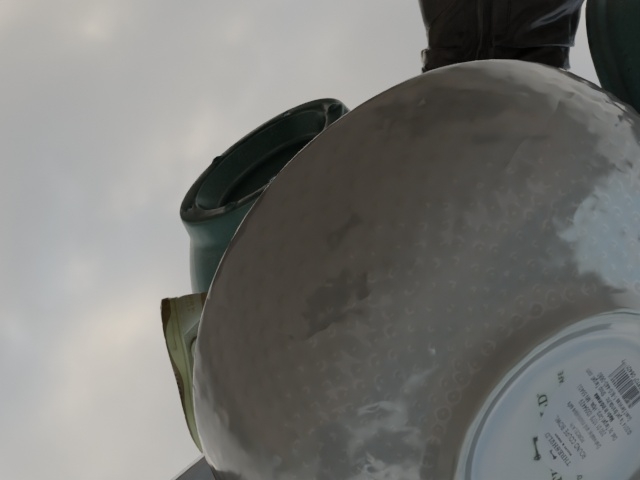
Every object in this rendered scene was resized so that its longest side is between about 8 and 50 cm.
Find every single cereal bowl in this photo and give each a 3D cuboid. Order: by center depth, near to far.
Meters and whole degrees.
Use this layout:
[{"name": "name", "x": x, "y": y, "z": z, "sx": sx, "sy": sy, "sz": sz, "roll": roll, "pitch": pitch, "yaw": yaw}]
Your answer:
[{"name": "cereal bowl", "x": 0.104, "y": 0.078, "z": 0.921, "sx": 0.339, "sy": 0.339, "sz": 0.141, "roll": -45, "pitch": -142, "yaw": -1}]

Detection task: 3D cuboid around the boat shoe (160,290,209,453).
[{"name": "boat shoe", "x": -0.091, "y": 0.109, "z": 1.307, "sx": 0.048, "sy": 0.153, "sz": 0.056, "roll": -13, "pitch": -153, "yaw": -1}]

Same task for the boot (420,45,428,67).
[{"name": "boot", "x": 0.144, "y": -0.100, "z": 2.022, "sx": 0.377, "sy": 0.284, "sz": 0.138, "roll": -11, "pitch": -159, "yaw": -30}]

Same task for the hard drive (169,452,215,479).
[{"name": "hard drive", "x": -0.010, "y": 0.313, "z": 1.062, "sx": 0.233, "sy": 0.353, "sz": 0.047, "roll": -37, "pitch": 179, "yaw": -45}]

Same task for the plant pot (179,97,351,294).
[{"name": "plant pot", "x": 0.000, "y": 0.000, "z": 1.427, "sx": 0.293, "sy": 0.196, "sz": 0.293, "roll": -30, "pitch": -158, "yaw": 13}]

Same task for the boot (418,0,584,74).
[{"name": "boot", "x": 0.227, "y": -0.211, "z": 1.509, "sx": 0.338, "sy": 0.118, "sz": 0.222, "roll": -9, "pitch": -101, "yaw": 45}]

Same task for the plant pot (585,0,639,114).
[{"name": "plant pot", "x": 0.432, "y": -0.152, "z": 1.197, "sx": 0.334, "sy": 0.341, "sz": 0.341, "roll": -37, "pitch": -141, "yaw": 32}]
